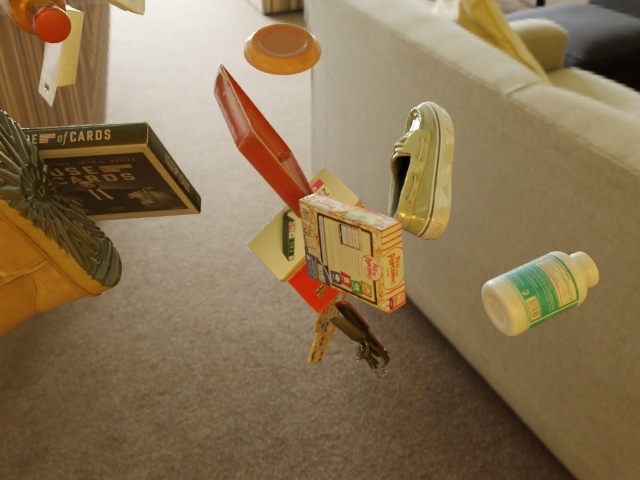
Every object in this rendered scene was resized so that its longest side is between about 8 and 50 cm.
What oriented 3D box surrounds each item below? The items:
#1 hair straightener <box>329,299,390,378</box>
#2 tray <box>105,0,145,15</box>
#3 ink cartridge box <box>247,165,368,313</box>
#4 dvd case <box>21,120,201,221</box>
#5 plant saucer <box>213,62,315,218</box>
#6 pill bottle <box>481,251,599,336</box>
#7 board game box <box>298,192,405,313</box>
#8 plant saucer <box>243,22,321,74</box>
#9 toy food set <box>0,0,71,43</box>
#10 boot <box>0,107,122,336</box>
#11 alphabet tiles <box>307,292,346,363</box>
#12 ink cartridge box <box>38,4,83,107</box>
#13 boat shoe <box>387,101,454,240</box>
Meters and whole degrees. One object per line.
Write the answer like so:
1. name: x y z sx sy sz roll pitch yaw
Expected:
1. hair straightener: 0.087 0.231 1.576 0.047 0.230 0.089 -8 43 34
2. tray: -0.416 -0.538 1.435 0.145 0.030 0.270 24 37 -33
3. ink cartridge box: 0.000 0.000 1.756 0.275 0.060 0.239 -46 71 3
4. dvd case: -0.241 -0.066 0.785 0.179 0.238 0.029 -4 77 2
5. plant saucer: -0.101 -0.168 1.331 0.048 0.258 0.259 -35 43 7
6. pill bottle: 0.537 0.118 1.765 0.264 0.146 0.146 -22 40 -13
7. board game box: 0.049 0.017 1.173 0.045 0.146 0.193 -26 33 -35
8. plant saucer: -0.097 -0.494 1.852 0.200 0.037 0.200 1 48 -1
9. toy food set: -0.250 -0.222 0.448 0.111 0.232 0.104 -31 45 -16
10. boot: -0.351 0.017 0.647 0.270 0.236 0.089 -24 29 14
11. alphabet tiles: 0.020 0.205 1.895 0.009 0.237 0.198 16 -6 17
12. ink cartridge box: -0.609 -0.435 1.705 0.045 0.223 0.223 5 18 -31
13. boat shoe: 0.171 -0.138 1.270 0.094 0.109 0.302 18 49 -17
